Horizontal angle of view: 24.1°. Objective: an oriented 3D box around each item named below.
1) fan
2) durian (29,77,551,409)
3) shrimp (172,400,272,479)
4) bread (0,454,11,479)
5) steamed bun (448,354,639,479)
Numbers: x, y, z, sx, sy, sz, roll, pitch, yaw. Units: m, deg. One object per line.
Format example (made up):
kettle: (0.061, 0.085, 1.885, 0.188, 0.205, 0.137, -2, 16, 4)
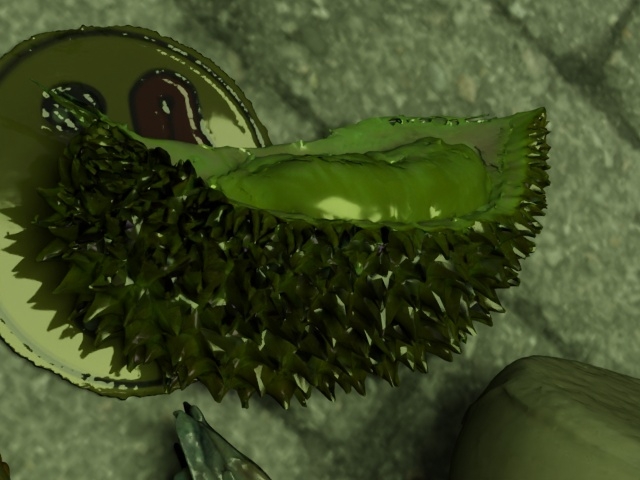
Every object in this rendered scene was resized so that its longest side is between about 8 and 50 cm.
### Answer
fan: (-0.081, -0.024, 0.925, 0.335, 0.011, 0.229, -8, 87, -26)
durian: (0.000, 0.000, 0.914, 0.352, 0.158, 0.169, -4, 52, -27)
shrimp: (0.019, 0.221, 0.870, 0.317, 0.164, 0.062, 58, 24, -4)
bread: (-0.225, 0.148, 0.768, 0.156, 0.086, 0.125, -20, 133, -26)
steamed bun: (0.201, 0.197, 0.902, 0.283, 0.283, 0.177, 18, 99, -24)
